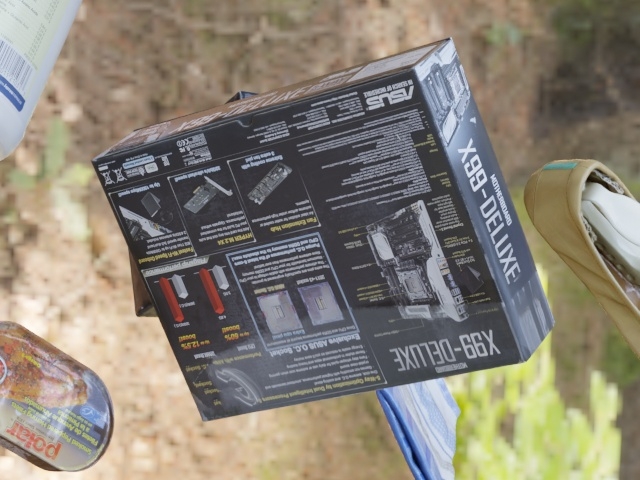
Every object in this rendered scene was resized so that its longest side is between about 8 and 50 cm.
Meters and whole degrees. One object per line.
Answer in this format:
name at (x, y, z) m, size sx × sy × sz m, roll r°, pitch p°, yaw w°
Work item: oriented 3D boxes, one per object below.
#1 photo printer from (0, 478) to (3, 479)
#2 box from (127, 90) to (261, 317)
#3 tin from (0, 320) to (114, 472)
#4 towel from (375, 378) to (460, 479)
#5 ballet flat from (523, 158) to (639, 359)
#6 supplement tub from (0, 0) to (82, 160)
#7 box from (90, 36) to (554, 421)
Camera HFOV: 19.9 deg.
photo printer at (-0.337, 0.314, 1.944) m, size 0.256 × 0.307 × 0.107 m, roll 35°, pitch 74°, yaw -47°
box at (-0.038, -0.028, 2.195) m, size 0.294 × 0.296 × 0.183 m, roll 6°, pitch 65°, yaw -34°
tin at (-0.275, 0.150, 1.727) m, size 0.189 × 0.040 × 0.106 m, roll 39°, pitch 52°, yaw -36°
towel at (0.129, 0.209, 2.386) m, size 0.285 × 0.034 × 0.209 m, roll -74°, pitch 140°, yaw -68°
ballet flat at (0.236, 0.033, 1.285) m, size 0.232 × 0.073 × 0.080 m, roll 44°, pitch 62°, yaw -13°
supplement tub at (-0.352, -0.263, 1.806) m, size 0.325 × 0.235 × 0.235 m, roll -70°, pitch 154°, yaw -19°
box at (0.000, 0.000, 1.431) m, size 0.076 × 0.307 × 0.242 m, roll -43°, pitch 115°, yaw -56°
